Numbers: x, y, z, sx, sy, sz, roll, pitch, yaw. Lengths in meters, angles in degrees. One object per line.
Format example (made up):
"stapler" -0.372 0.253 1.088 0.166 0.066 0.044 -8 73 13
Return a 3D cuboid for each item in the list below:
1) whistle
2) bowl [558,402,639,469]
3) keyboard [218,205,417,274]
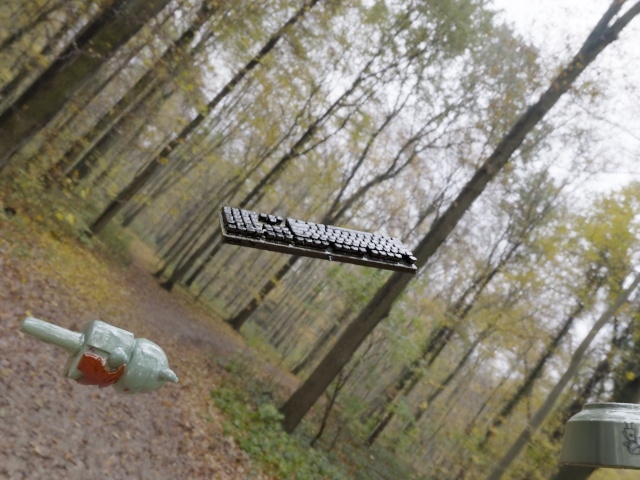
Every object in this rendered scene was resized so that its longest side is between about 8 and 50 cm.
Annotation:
"whistle" -0.330 0.175 0.909 0.253 0.101 0.106 31 35 -27
"bowl" 0.540 0.355 1.076 0.211 0.112 0.211 4 -18 1
"keyboard" 0.000 0.000 0.925 0.316 0.027 0.106 10 24 -20
